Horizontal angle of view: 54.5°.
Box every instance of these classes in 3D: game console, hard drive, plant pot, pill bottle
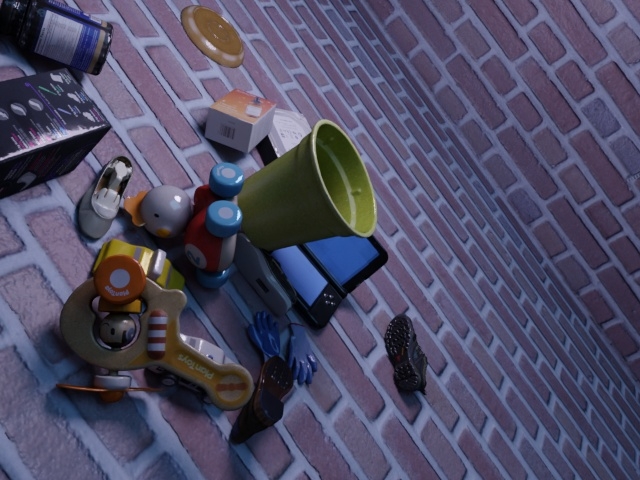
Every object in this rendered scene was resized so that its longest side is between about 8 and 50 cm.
[{"bbox_3d":[-0.001,0.030,1.585,0.293,0.173,0.250,49,33,-6],"label":"game console"},{"bbox_3d":[-0.074,-0.241,1.843,0.237,0.064,0.339,-2,63,-52],"label":"hard drive"},{"bbox_3d":[-0.047,-0.098,1.415,0.276,0.254,0.276,43,37,-43],"label":"plant pot"},{"bbox_3d":[-0.323,-0.638,1.918,0.236,0.032,0.236,33,38,-30],"label":"plant pot"},{"bbox_3d":[-0.572,-0.451,1.339,0.219,0.123,0.123,17,47,-29],"label":"pill bottle"}]

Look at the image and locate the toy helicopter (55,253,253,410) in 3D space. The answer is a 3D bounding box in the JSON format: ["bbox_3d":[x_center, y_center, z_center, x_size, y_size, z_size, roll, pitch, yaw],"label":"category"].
[{"bbox_3d":[-0.283,0.200,1.072,0.355,0.140,0.235,32,72,-8],"label":"toy helicopter"}]

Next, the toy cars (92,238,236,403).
[{"bbox_3d":[-0.282,0.149,1.203,0.394,0.087,0.176,58,33,6],"label":"toy cars"}]

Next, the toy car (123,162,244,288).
[{"bbox_3d":[-0.295,-0.039,1.307,0.238,0.219,0.210,7,50,-12],"label":"toy car"}]

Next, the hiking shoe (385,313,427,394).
[{"bbox_3d":[0.246,0.318,1.735,0.114,0.086,0.227,38,40,-47],"label":"hiking shoe"}]

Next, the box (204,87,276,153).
[{"bbox_3d":[-0.213,-0.325,1.670,0.130,0.091,0.170,21,35,6],"label":"box"}]

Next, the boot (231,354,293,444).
[{"bbox_3d":[-0.122,0.318,1.263,0.082,0.106,0.219,45,17,-8],"label":"boot"}]

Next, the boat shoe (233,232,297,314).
[{"bbox_3d":[-0.133,0.072,1.474,0.219,0.077,0.070,58,37,-8],"label":"boat shoe"}]

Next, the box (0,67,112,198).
[{"bbox_3d":[-0.542,-0.184,1.106,0.143,0.165,0.270,52,32,-4],"label":"box"}]

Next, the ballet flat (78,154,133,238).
[{"bbox_3d":[-0.431,-0.098,1.257,0.072,0.068,0.213,34,38,-28],"label":"ballet flat"}]

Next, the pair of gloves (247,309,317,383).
[{"bbox_3d":[-0.086,0.244,1.423,0.198,0.023,0.159,24,42,-39],"label":"pair of gloves"}]
